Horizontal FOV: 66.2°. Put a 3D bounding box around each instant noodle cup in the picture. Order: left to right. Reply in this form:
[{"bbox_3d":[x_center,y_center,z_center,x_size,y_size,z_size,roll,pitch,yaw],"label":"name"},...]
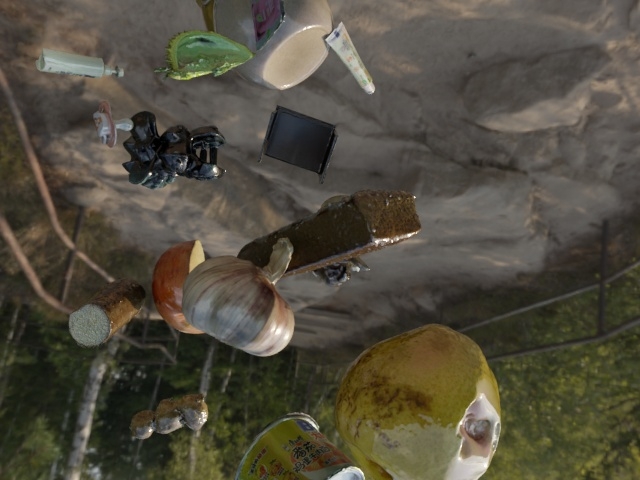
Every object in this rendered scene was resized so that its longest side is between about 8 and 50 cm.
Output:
[{"bbox_3d":[-0.025,0.426,0.842,0.153,0.205,0.205,18,-179,44],"label":"instant noodle cup"}]

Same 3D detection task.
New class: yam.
[{"bbox_3d":[-0.584,0.191,1.370,0.129,0.128,0.238,4,-164,6],"label":"yam"}]

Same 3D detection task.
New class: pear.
[{"bbox_3d":[0.157,0.263,0.769,0.271,0.271,0.271,7,171,1],"label":"pear"}]

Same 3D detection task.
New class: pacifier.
[{"bbox_3d":[-0.440,-0.246,1.047,0.078,0.099,0.081,-14,174,-39],"label":"pacifier"}]

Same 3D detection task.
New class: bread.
[{"bbox_3d":[0.000,0.000,1.049,0.165,0.113,0.417,-6,170,-44],"label":"bread"}]

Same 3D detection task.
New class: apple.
[{"bbox_3d":[-0.419,0.149,1.468,0.163,0.251,0.293,-7,137,3],"label":"apple"}]

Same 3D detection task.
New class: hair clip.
[{"bbox_3d":[-0.418,-0.228,1.344,0.310,0.194,0.206,-6,169,33],"label":"hair clip"}]

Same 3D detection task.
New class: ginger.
[{"bbox_3d":[-0.404,0.472,1.308,0.204,0.104,0.080,-9,-167,-11],"label":"ginger"}]

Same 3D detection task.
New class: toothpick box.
[{"bbox_3d":[-0.194,-0.766,1.660,0.409,0.425,0.409,-33,167,-8],"label":"toothpick box"}]

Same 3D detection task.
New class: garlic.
[{"bbox_3d":[-0.136,0.096,0.991,0.245,0.253,0.245,35,-175,-4],"label":"garlic"}]

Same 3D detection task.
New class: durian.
[{"bbox_3d":[-0.225,-0.336,0.906,0.215,0.086,0.100,-29,-135,-35],"label":"durian"}]

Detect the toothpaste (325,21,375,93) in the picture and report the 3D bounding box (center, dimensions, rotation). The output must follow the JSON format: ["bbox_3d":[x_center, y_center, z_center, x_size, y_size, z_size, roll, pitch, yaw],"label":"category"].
[{"bbox_3d":[0.116,-0.624,1.725,0.056,0.058,0.314,-7,154,27],"label":"toothpaste"}]

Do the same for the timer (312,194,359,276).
[{"bbox_3d":[0.066,0.002,1.572,0.175,0.266,0.175,5,135,5],"label":"timer"}]

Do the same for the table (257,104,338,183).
[{"bbox_3d":[-0.080,-0.360,1.813,0.251,0.196,0.282,19,-163,-7],"label":"table"}]

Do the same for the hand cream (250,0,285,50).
[{"bbox_3d":[-0.091,-0.427,0.724,0.050,0.275,0.079,-8,172,-7],"label":"hand cream"}]

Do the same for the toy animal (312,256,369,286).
[{"bbox_3d":[0.044,0.029,1.305,0.121,0.168,0.233,-22,173,-22],"label":"toy animal"}]

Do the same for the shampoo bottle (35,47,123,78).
[{"bbox_3d":[-0.417,-0.306,0.864,0.141,0.034,0.049,-7,165,-43],"label":"shampoo bottle"}]
